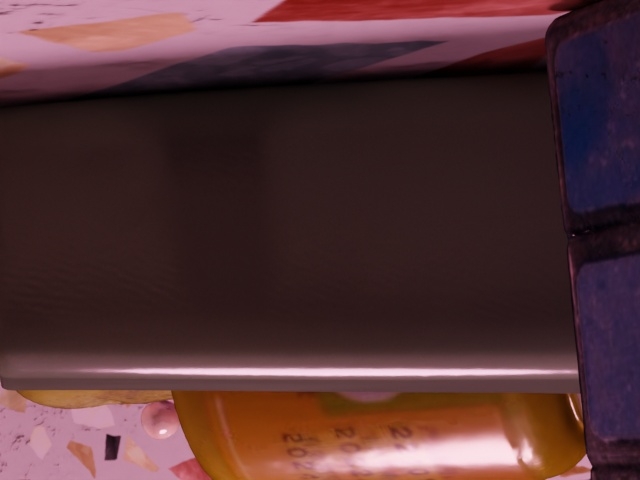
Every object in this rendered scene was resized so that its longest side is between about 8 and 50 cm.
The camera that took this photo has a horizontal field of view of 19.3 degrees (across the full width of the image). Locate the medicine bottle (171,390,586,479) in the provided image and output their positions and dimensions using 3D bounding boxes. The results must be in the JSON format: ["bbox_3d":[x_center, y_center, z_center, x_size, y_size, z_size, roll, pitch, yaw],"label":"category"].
[{"bbox_3d":[0.107,0.053,1.253,0.384,0.224,0.224,-5,176,20],"label":"medicine bottle"}]

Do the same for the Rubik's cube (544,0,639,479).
[{"bbox_3d":[0.299,0.027,0.743,0.304,0.301,0.305,-4,176,-25],"label":"Rubik's cube"}]

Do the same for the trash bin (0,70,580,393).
[{"bbox_3d":[0.000,0.000,0.996,0.344,0.158,0.223,0,173,-8],"label":"trash bin"}]

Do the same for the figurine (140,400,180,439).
[{"bbox_3d":[-0.125,0.084,1.692,0.133,0.200,0.276,22,-179,-26],"label":"figurine"}]

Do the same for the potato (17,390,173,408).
[{"bbox_3d":[-0.132,0.054,1.465,0.228,0.148,0.197,-15,146,17],"label":"potato"}]
